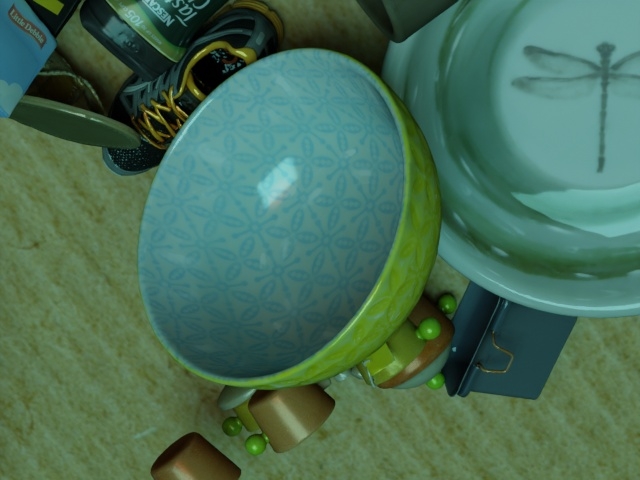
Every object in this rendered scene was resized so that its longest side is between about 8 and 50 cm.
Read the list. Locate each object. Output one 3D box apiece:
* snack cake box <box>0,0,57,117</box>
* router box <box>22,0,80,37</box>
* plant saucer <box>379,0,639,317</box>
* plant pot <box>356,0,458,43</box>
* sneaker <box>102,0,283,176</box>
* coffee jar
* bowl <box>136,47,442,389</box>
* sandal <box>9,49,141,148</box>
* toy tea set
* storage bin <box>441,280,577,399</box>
[{"bbox_3d":[-0.353,-0.217,1.248,0.152,0.089,0.264,9,150,37],"label":"snack cake box"},{"bbox_3d":[-0.312,-0.298,1.257,0.309,0.081,0.243,33,154,-13],"label":"router box"},{"bbox_3d":[0.251,-0.126,1.363,0.400,0.100,0.400,2,117,4],"label":"plant saucer"},{"bbox_3d":[0.087,-0.356,1.167,0.280,0.323,0.323,-32,111,2],"label":"plant pot"},{"bbox_3d":[-0.124,-0.130,1.400,0.084,0.083,0.215,40,114,-17],"label":"sneaker"},{"bbox_3d":[-0.118,-0.227,1.333,0.184,0.079,0.096,-44,115,11],"label":"coffee jar"},{"bbox_3d":[0.000,0.000,1.313,0.289,0.289,0.156,-39,142,21],"label":"bowl"},{"bbox_3d":[-0.268,-0.145,1.409,0.240,0.079,0.088,9,163,17],"label":"sandal"},{"bbox_3d":[-0.001,0.163,1.476,0.336,0.200,0.124,-36,101,19],"label":"toy tea set"},{"bbox_3d":[0.184,0.093,1.489,0.091,0.098,0.135,13,118,-14],"label":"storage bin"}]
